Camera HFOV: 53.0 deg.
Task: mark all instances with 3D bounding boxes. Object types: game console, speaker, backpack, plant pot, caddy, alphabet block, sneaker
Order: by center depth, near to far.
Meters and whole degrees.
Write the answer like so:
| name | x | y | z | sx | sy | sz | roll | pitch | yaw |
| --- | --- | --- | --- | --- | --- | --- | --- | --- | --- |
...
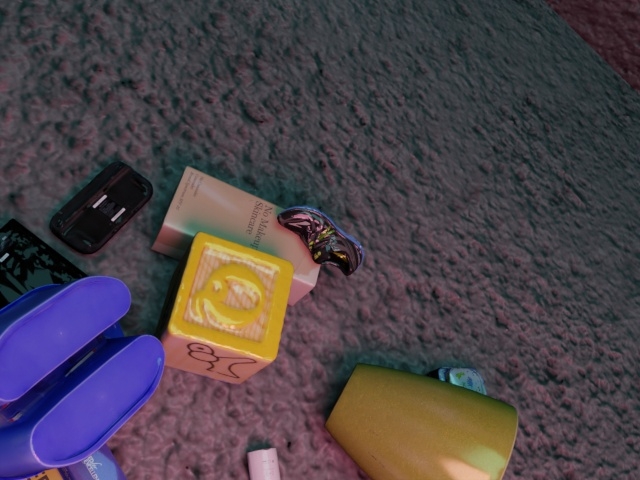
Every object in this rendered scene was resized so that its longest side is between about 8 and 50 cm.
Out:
| name | x | y | z | sx | sy | sz | roll | pitch | yaw |
| --- | --- | --- | --- | --- | --- | --- | --- | --- | --- |
| caddy | -0.409 | 0.201 | 0.980 | 0.241 | 0.179 | 0.341 | 62 | 34 | -12 |
| speaker | -0.095 | 0.439 | 1.132 | 0.055 | 0.055 | 0.136 | -1 | 68 | -26 |
| alphabet block | -0.179 | 0.128 | 1.148 | 0.192 | 0.197 | 0.194 | 18 | 61 | -18 |
| game console | -0.440 | 0.000 | 1.175 | 0.213 | 0.044 | 0.361 | 40 | 58 | -5 |
| plant pot | 0.166 | 0.358 | 1.192 | 0.293 | 0.275 | 0.275 | 28 | 57 | 7 |
| sneaker | 0.000 | 0.000 | 1.223 | 0.188 | 0.067 | 0.078 | 35 | 50 | -11 |
| backpack | 0.295 | 0.317 | 1.356 | 0.114 | 0.084 | 0.105 | 3 | 69 | -27 |

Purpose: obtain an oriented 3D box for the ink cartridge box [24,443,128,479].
| name | x | y | z | sx | sy | sz | roll | pitch | yaw |
| --- | --- | --- | --- | --- | --- | --- | --- | --- | --- |
| ink cartridge box | -0.406 | 0.477 | 0.960 | 0.307 | 0.072 | 0.304 | -30 | 82 | -30 |

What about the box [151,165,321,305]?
| name | x | y | z | sx | sy | sz | roll | pitch | yaw |
| --- | --- | --- | --- | --- | --- | --- | --- | --- | --- |
| box | -0.154 | -0.004 | 1.264 | 0.311 | 0.121 | 0.148 | 22 | 59 | -15 |
